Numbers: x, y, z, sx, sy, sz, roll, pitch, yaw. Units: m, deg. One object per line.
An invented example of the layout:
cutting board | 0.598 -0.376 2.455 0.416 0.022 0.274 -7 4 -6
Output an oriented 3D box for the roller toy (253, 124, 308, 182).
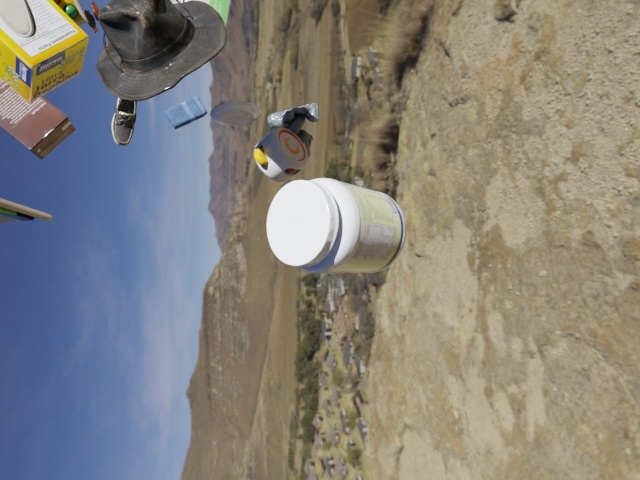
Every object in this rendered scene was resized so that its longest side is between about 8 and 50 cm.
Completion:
roller toy | -0.159 -0.333 1.677 0.146 0.191 0.209 -32 28 33

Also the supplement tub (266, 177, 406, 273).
supplement tub | 0.047 -0.031 1.090 0.235 0.325 0.235 -4 84 40

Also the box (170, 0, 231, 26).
box | -0.337 -0.677 1.177 0.231 0.127 0.262 29 109 56

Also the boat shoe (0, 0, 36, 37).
boat shoe | -0.699 -0.555 0.965 0.206 0.075 0.065 60 -166 -4

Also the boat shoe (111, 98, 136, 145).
boat shoe | -0.514 -0.326 1.111 0.049 0.056 0.152 6 92 61

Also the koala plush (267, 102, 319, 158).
koala plush | -0.110 -0.449 1.815 0.196 0.203 0.221 18 126 59

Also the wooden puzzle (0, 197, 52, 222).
wooden puzzle | -0.954 -0.091 1.229 0.221 0.239 0.044 34 -118 -63

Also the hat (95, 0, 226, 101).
hat | -0.367 -0.458 0.896 0.134 0.331 0.331 67 -167 -56

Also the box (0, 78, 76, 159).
box | -1.190 -0.521 1.649 0.191 0.381 0.143 -51 6 -17

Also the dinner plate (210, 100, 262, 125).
dinner plate | -0.231 -0.344 1.169 0.141 0.141 0.017 140 121 -74

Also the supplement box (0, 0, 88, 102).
supplement box | -0.863 -0.603 1.161 0.195 0.356 0.194 -22 27 52

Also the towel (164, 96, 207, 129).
towel | -0.421 -0.399 1.327 0.067 0.119 0.029 59 159 -6

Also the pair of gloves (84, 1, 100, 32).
pair of gloves | -0.777 -0.766 1.457 0.074 0.010 0.083 77 -158 -53

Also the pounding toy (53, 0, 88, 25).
pounding toy | -0.863 -0.737 1.298 0.094 0.206 0.181 42 154 48
